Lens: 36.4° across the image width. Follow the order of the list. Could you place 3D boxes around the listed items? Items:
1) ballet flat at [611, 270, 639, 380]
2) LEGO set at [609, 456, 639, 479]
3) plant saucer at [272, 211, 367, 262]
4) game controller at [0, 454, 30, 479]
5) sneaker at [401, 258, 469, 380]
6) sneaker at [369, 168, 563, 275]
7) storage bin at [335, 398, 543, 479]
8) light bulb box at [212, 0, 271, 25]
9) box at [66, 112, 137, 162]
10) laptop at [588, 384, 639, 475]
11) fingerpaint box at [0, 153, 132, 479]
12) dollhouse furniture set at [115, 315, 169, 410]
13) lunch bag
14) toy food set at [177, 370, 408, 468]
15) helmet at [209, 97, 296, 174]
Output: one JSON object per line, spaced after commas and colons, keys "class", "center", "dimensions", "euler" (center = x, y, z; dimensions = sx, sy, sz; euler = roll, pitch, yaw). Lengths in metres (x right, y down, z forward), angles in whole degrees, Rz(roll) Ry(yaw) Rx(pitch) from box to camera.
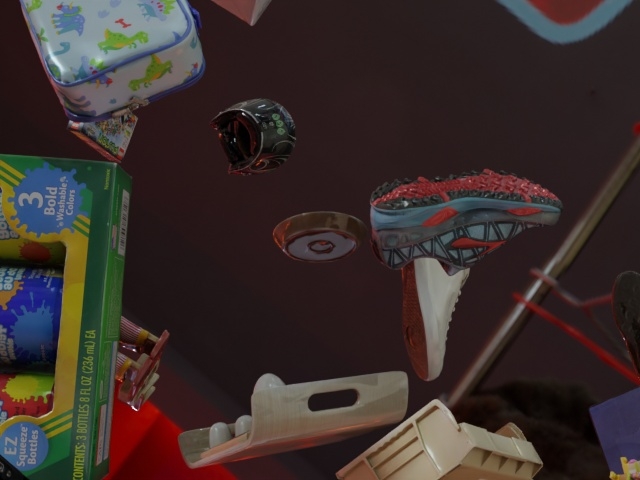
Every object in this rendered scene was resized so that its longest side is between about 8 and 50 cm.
{"class": "ballet flat", "center": [0.615, 0.177, 1.861], "dimensions": [0.084, 0.249, 0.058], "euler": [-19, 4, 10]}
{"class": "LEGO set", "center": [0.539, 0.403, 1.540], "dimensions": [0.107, 0.132, 0.287], "euler": [-28, -5, 42]}
{"class": "plant saucer", "center": [0.000, 0.000, 1.720], "dimensions": [0.168, 0.168, 0.029], "euler": [75, -170, -62]}
{"class": "game controller", "center": [-0.351, 0.262, 0.967], "dimensions": [0.319, 0.166, 0.067], "euler": [66, -161, -48]}
{"class": "sneaker", "center": [0.209, 0.099, 1.678], "dimensions": [0.123, 0.106, 0.290], "euler": [-8, -78, -20]}
{"class": "sneaker", "center": [0.185, -0.019, 1.266], "dimensions": [0.262, 0.104, 0.125], "euler": [-3, -62, -12]}
{"class": "storage bin", "center": [0.219, 0.413, 1.738], "dimensions": [0.260, 0.123, 0.262], "euler": [-42, -40, 21]}
{"class": "light bulb box", "center": [-0.139, -0.573, 1.379], "dimensions": [0.361, 0.358, 0.225], "euler": [-59, 1, -23]}
{"class": "box", "center": [-0.470, -0.254, 2.111], "dimensions": [0.207, 0.036, 0.114], "euler": [45, -119, -72]}
{"class": "laptop", "center": [0.687, 0.447, 1.865], "dimensions": [0.382, 0.236, 0.408], "euler": [-34, 2, 36]}
{"class": "fingerpaint box", "center": [-0.473, 0.104, 1.354], "dimensions": [0.163, 0.371, 0.444], "euler": [112, 162, -85]}
{"class": "dollhouse furniture set", "center": [-0.485, 0.290, 2.236], "dimensions": [0.152, 0.201, 0.374], "euler": [-60, -1, -33]}
{"class": "lunch bag", "center": [-0.231, -0.243, 1.085], "dimensions": [0.176, 0.219, 0.090], "euler": [-24, -31, -7]}
{"class": "toy food set", "center": [-0.046, 0.237, 1.332], "dimensions": [0.220, 0.092, 0.306], "euler": [-4, -16, -27]}
{"class": "helmet", "center": [-0.131, -0.212, 1.985], "dimensions": [0.161, 0.169, 0.169], "euler": [-18, -41, -59]}
